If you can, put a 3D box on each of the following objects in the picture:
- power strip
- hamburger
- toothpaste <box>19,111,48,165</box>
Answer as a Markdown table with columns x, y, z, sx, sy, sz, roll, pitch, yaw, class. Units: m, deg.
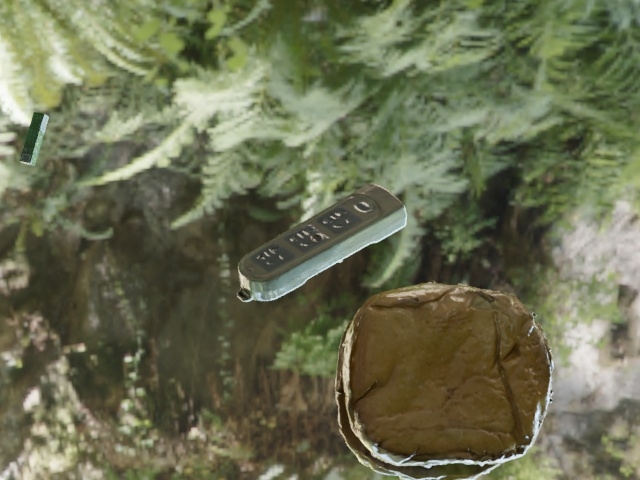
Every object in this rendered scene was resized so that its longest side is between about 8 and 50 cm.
| x | y | z | sx | sy | sz | roll | pitch | yaw | class |
| --- | --- | --- | --- | --- | --- | --- | --- | --- | --- |
| 0.000 | 0.003 | 1.426 | 0.286 | 0.048 | 0.080 | -30 | -138 | -25 | power strip |
| 0.161 | 0.185 | 1.328 | 0.283 | 0.259 | 0.144 | 7 | 169 | -1 | hamburger |
| -0.448 | -0.159 | 1.597 | 0.020 | 0.083 | 0.017 | 11 | 170 | 15 | toothpaste |
